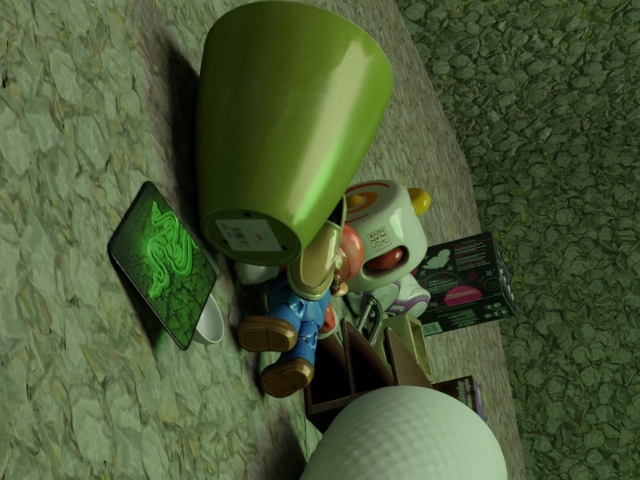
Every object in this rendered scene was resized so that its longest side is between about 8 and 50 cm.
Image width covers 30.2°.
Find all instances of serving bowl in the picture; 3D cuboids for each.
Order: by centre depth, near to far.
[{"bbox_3d":[-0.150,0.089,1.418,0.083,0.027,0.083,52,21,-30],"label":"serving bowl"}]

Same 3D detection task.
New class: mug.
[{"bbox_3d":[0.089,0.422,1.566,0.328,0.276,0.374,-45,141,-70],"label":"mug"}]

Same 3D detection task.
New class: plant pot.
[{"bbox_3d":[-0.061,-0.121,1.605,0.275,0.275,0.293,58,38,-49],"label":"plant pot"}]

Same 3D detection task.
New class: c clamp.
[{"bbox_3d":[0.080,0.160,2.153,0.160,0.022,0.137,-61,146,-41],"label":"c clamp"}]

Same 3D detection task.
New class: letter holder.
[{"bbox_3d":[0.088,0.229,1.949,0.302,0.152,0.214,54,23,-54],"label":"letter holder"}]

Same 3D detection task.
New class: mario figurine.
[{"bbox_3d":[-0.048,0.083,1.722,0.320,0.170,0.198,-65,174,-53],"label":"mario figurine"}]

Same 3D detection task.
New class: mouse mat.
[{"bbox_3d":[-0.178,0.025,1.375,0.152,0.007,0.189,56,19,-20],"label":"mouse mat"}]

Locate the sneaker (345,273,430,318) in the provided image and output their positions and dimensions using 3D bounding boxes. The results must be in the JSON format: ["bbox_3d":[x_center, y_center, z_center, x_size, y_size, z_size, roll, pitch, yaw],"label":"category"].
[{"bbox_3d":[0.101,0.077,2.305,0.152,0.114,0.305,51,9,26],"label":"sneaker"}]

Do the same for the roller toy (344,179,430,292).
[{"bbox_3d":[0.081,-0.015,2.076,0.191,0.209,0.146,-52,127,-46],"label":"roller toy"}]

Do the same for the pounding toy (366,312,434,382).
[{"bbox_3d":[0.145,0.238,2.260,0.206,0.094,0.181,31,45,-70],"label":"pounding toy"}]

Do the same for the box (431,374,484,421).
[{"bbox_3d":[0.192,0.385,2.069,0.293,0.201,0.057,-92,161,-44],"label":"box"}]

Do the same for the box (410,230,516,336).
[{"bbox_3d":[0.293,0.102,2.654,0.163,0.247,0.142,58,23,-50],"label":"box"}]

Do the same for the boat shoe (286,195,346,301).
[{"bbox_3d":[0.000,0.000,1.638,0.068,0.072,0.190,23,42,-12],"label":"boat shoe"}]
